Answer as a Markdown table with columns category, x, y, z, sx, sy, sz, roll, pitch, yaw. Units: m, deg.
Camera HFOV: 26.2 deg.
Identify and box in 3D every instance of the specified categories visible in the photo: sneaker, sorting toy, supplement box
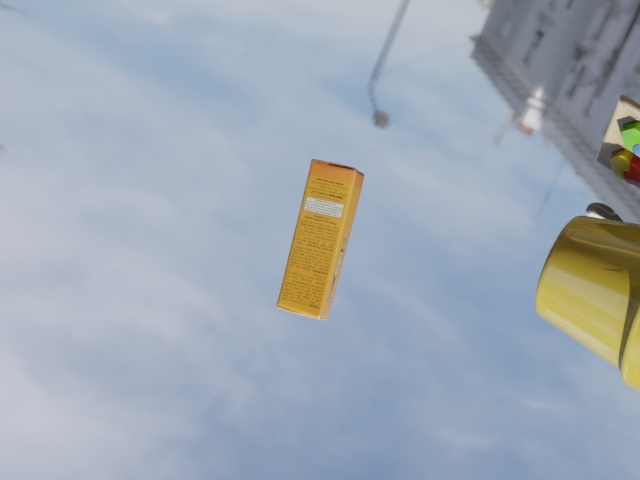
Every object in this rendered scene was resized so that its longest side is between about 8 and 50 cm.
| category | x | y | z | sx | sy | sz | roll | pitch | yaw |
| --- | --- | --- | --- | --- | --- | --- | --- | --- | --- |
| sneaker | 0.503 | -0.014 | 2.377 | 0.152 | 0.061 | 0.053 | 30 | -149 | -33 |
| sorting toy | 0.487 | -0.104 | 1.963 | 0.193 | 0.038 | 0.208 | 34 | 162 | 15 |
| supplement box | 0.000 | 0.000 | 2.078 | 0.080 | 0.233 | 0.078 | 12 | 178 | 12 |

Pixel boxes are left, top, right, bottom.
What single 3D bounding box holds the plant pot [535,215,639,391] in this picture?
| category | x | y | z | sx | sy | sz | roll | pitch | yaw |
| --- | --- | --- | --- | --- | --- | --- | --- | --- | --- |
| plant pot | 0.455 | 0.079 | 2.002 | 0.239 | 0.254 | 0.254 | 23 | -162 | 26 |
